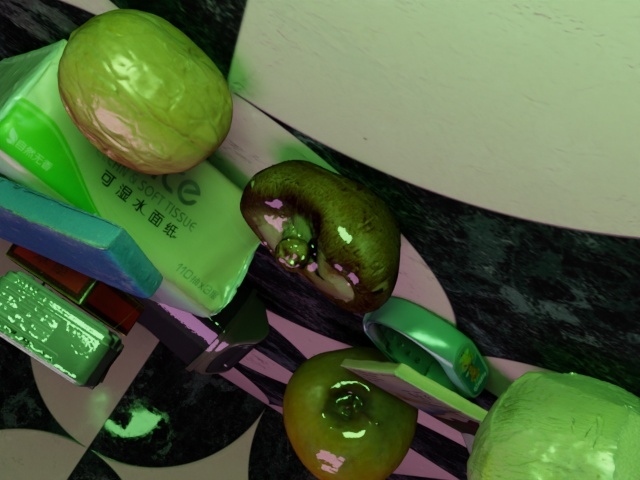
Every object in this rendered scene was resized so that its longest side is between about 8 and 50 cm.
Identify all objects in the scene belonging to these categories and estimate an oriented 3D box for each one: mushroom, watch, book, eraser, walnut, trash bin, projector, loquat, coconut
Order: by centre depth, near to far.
[{"bbox_3d":[-0.192,-0.160,0.933,0.197,0.165,0.165,46,158,-29],"label":"walnut"},{"bbox_3d":[0.009,-0.012,1.056,0.231,0.138,0.194,37,179,21],"label":"mushroom"},{"bbox_3d":[-0.356,-0.016,1.097,0.312,0.042,0.144,20,157,22],"label":"eraser"},{"bbox_3d":[0.328,0.321,1.142,0.254,0.297,0.297,14,155,39],"label":"coconut"},{"bbox_3d":[-0.405,0.140,1.310,0.192,0.099,0.257,35,166,-2],"label":"projector"},{"bbox_3d":[0.171,0.183,1.382,0.195,0.068,0.237,18,157,41],"label":"watch"},{"bbox_3d":[0.192,0.268,1.418,0.289,0.026,0.201,30,164,-19],"label":"book"},{"bbox_3d":[0.056,0.337,1.645,0.275,0.275,0.275,29,162,10],"label":"loquat"},{"bbox_3d":[-0.262,0.144,1.784,0.290,0.182,0.209,40,136,-6],"label":"trash bin"}]

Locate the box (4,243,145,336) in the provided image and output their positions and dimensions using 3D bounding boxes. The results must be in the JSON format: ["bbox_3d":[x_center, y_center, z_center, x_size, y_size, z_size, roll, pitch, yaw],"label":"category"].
[{"bbox_3d":[-0.393,0.071,1.390,0.153,0.074,0.240,27,167,12],"label":"box"}]

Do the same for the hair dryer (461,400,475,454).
[{"bbox_3d":[0.371,0.383,1.623,0.237,0.075,0.206,6,144,39],"label":"hair dryer"}]

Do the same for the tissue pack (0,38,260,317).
[{"bbox_3d":[-0.320,-0.087,1.255,0.405,0.205,0.332,43,159,-30],"label":"tissue pack"}]
